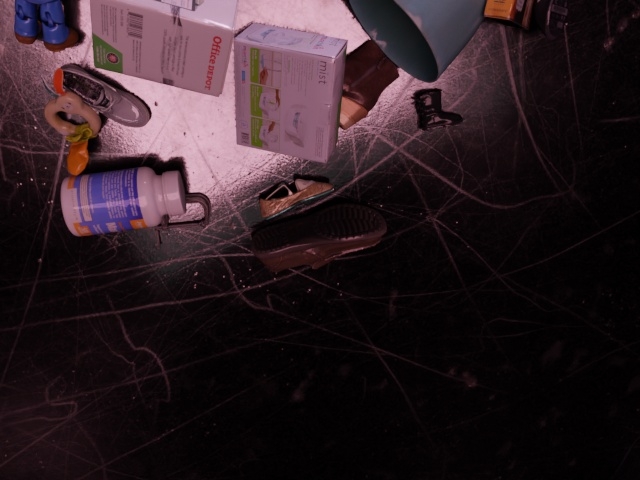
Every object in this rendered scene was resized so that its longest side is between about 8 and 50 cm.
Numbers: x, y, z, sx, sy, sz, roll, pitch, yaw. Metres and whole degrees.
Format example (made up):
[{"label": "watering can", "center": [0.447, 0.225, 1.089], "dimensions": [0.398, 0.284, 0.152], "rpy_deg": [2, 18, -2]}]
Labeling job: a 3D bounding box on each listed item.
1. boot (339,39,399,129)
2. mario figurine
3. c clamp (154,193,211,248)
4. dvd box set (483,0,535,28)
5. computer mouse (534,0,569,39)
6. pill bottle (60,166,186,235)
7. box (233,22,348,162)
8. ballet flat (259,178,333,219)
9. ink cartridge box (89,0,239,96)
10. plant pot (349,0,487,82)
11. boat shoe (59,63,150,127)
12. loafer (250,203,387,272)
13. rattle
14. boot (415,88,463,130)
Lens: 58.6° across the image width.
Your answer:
[{"label": "boot", "center": [0.052, -0.423, 1.414], "dimensions": [0.248, 0.090, 0.207], "rpy_deg": [43, 87, -18]}, {"label": "mario figurine", "center": [-0.574, -0.575, 1.195], "dimensions": [0.198, 0.170, 0.320], "rpy_deg": [-12, 144, -30]}, {"label": "c clamp", "center": [-0.367, -0.058, 1.517], "dimensions": [0.161, 0.022, 0.137], "rpy_deg": [-10, 108, -3]}, {"label": "dvd box set", "center": [0.465, -0.694, 1.246], "dimensions": [0.062, 0.307, 0.420], "rpy_deg": [18, 111, 22]}, {"label": "computer mouse", "center": [0.586, -0.628, 1.391], "dimensions": [0.184, 0.060, 0.262], "rpy_deg": [-17, 117, -41]}, {"label": "pill bottle", "center": [-0.478, -0.100, 1.408], "dimensions": [0.272, 0.152, 0.152], "rpy_deg": [-7, 113, -5]}, {"label": "box", "center": [-0.070, -0.335, 1.312], "dimensions": [0.231, 0.126, 0.262], "rpy_deg": [12, 130, 10]}, {"label": "ballet flat", "center": [-0.069, -0.124, 1.510], "dimensions": [0.206, 0.073, 0.067], "rpy_deg": [-24, 99, -2]}, {"label": "ink cartridge box", "center": [-0.340, -0.456, 1.253], "dimensions": [0.289, 0.121, 0.211], "rpy_deg": [11, 149, -14]}, {"label": "plant pot", "center": [0.242, -0.547, 1.277], "dimensions": [0.235, 0.293, 0.293], "rpy_deg": [-45, 112, 1]}, {"label": "boat shoe", "center": [-0.516, -0.334, 1.346], "dimensions": [0.227, 0.081, 0.079], "rpy_deg": [30, 105, -18]}, {"label": "loafer", "center": [0.000, 0.000, 1.553], "dimensions": [0.366, 0.133, 0.130], "rpy_deg": [-10, 139, 5]}, {"label": "rattle", "center": [-0.587, -0.268, 1.293], "dimensions": [0.130, 0.199, 0.142], "rpy_deg": [22, 64, 1]}, {"label": "boot", "center": [0.310, -0.346, 1.491], "dimensions": [0.121, 0.045, 0.099], "rpy_deg": [-12, 110, -3]}]
